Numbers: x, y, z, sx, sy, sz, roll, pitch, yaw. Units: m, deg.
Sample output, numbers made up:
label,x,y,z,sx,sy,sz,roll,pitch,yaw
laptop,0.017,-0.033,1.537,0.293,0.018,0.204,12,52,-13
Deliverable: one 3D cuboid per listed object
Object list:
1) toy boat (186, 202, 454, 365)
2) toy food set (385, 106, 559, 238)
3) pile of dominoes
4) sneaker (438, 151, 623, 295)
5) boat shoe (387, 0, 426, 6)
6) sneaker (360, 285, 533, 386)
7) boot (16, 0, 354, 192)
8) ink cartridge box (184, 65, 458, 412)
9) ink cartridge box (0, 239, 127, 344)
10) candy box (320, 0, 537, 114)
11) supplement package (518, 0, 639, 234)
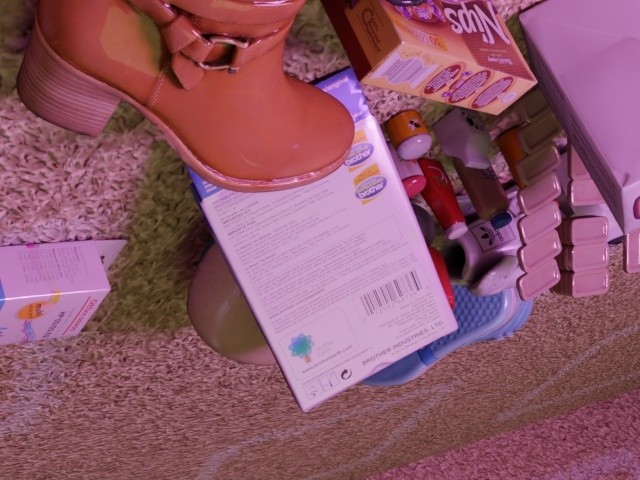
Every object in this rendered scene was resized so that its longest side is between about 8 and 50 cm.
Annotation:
label,x,y,z,sx,sy,sz,roll,pitch,yaw
toy boat,0.000,0.033,1.178,0.318,0.148,0.267,-5,148,-21
toy food set,0.156,-0.067,1.113,0.232,0.104,0.111,4,146,-48
pile of dominoes,0.282,-0.063,1.136,0.196,0.251,0.040,-6,-172,-31
sneaker,0.289,-0.031,1.279,0.210,0.137,0.366,-10,158,-35
boat shoe,0.054,-0.257,0.599,0.114,0.091,0.302,-23,158,-2
sneaker,0.197,0.137,1.600,0.319,0.127,0.208,-26,166,31
boot,-0.051,-0.144,0.713,0.284,0.109,0.220,16,143,-27
ink cartridge box,0.000,0.000,0.996,0.186,0.065,0.311,-27,119,-7
ink cartridge box,-0.284,0.053,1.020,0.181,0.061,0.104,-5,152,-38
candy box,0.086,-0.167,0.813,0.187,0.109,0.053,3,146,-46
supplement package,0.356,-0.164,0.954,0.262,0.204,0.145,-27,158,9
